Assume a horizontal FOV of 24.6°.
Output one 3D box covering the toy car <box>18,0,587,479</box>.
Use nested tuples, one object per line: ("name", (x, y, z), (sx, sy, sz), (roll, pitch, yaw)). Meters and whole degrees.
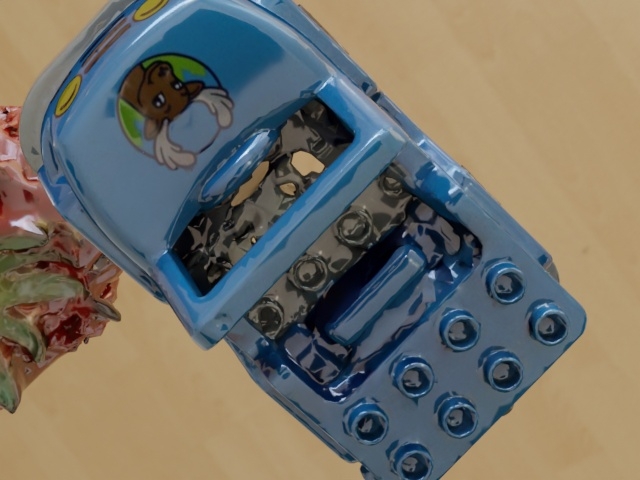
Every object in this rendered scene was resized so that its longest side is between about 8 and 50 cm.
("toy car", (0.000, 0.000, 0.458), (0.191, 0.100, 0.097), (43, 94, -16))

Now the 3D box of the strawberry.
("strawberry", (-0.204, 0.001, 0.874), (0.184, 0.201, 0.187), (-5, 112, -12))
